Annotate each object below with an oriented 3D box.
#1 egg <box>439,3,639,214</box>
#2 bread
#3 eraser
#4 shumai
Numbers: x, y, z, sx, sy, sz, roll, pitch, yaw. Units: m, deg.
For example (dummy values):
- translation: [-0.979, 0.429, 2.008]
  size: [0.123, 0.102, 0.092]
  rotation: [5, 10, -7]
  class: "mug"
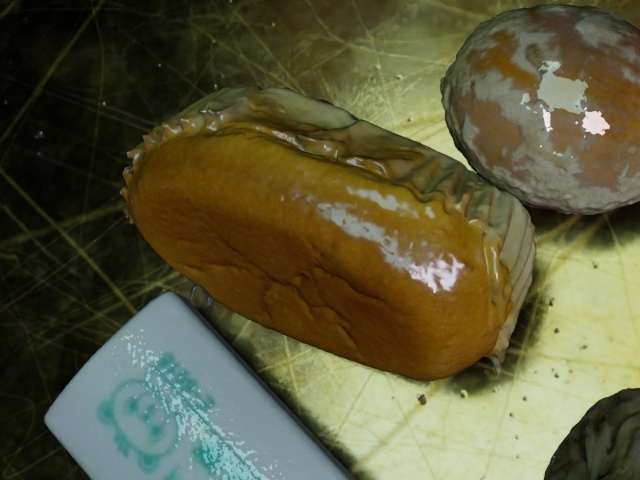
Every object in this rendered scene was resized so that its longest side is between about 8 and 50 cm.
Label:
- translation: [0.225, -0.118, 1.085]
  size: [0.233, 0.195, 0.194]
  rotation: [12, 82, 21]
  class: "egg"
- translation: [-0.002, -0.011, 1.086]
  size: [0.389, 0.236, 0.183]
  rotation: [14, 40, 23]
  class: "bread"
- translation: [-0.110, 0.213, 1.154]
  size: [0.290, 0.104, 0.189]
  rotation: [44, 96, 19]
  class: "eraser"
- translation: [0.267, 0.223, 1.012]
  size: [0.166, 0.175, 0.205]
  rotation: [24, 83, 18]
  class: "shumai"
